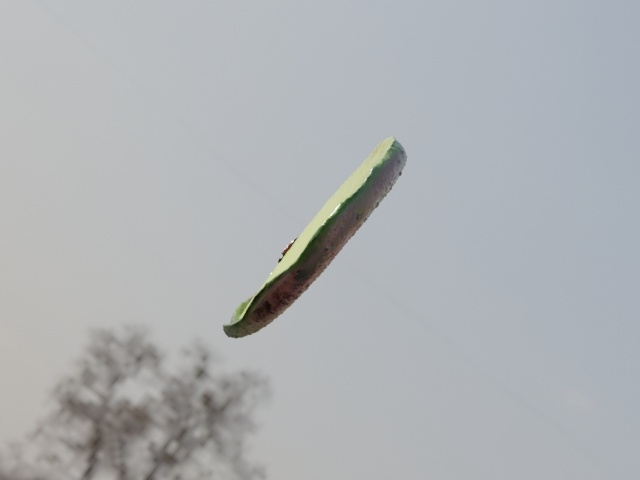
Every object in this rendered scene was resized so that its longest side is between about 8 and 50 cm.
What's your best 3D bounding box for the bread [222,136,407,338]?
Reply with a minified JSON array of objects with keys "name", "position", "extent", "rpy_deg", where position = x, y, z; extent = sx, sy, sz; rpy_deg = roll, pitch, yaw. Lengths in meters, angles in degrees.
[{"name":"bread","position":[0.000,0.000,1.595],"extent":[0.033,0.228,0.228],"rpy_deg":[42,-15,-2]}]
